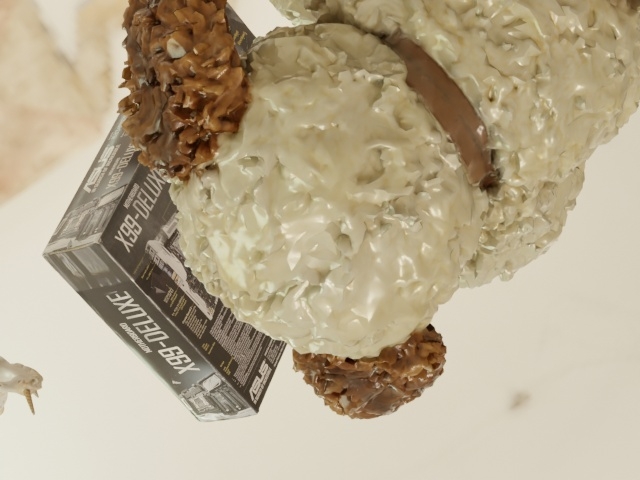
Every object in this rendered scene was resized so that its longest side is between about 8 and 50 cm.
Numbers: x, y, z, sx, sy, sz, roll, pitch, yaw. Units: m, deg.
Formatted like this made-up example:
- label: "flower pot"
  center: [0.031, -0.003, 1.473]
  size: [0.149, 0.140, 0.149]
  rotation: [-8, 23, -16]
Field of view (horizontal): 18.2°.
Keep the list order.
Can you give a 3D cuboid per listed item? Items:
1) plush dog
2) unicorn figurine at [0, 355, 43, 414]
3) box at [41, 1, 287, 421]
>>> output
- label: "plush dog"
  center: [0.034, -0.048, 0.830]
  size: [0.210, 0.225, 0.262]
  rotation: [1, 132, 52]
- label: "unicorn figurine"
  center: [-0.315, 0.131, 1.864]
  size: [0.111, 0.060, 0.162]
  rotation: [15, 165, -6]
- label: "box"
  center: [-0.098, -0.027, 1.839]
  size: [0.076, 0.307, 0.242]
  rotation: [-10, 133, 39]
